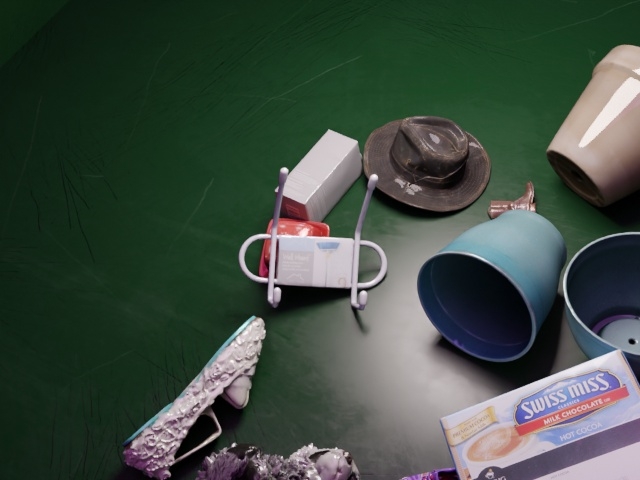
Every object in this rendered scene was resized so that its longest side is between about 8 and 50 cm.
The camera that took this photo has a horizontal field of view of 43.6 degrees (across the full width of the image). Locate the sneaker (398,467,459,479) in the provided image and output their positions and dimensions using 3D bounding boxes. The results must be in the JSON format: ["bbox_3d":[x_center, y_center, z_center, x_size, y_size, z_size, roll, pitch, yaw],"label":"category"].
[{"bbox_3d":[0.205,0.468,1.543,0.170,0.071,0.068,-18,52,-1],"label":"sneaker"}]

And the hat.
[{"bbox_3d":[0.268,-0.229,1.998,0.331,0.134,0.331,-1,55,1],"label":"hat"}]

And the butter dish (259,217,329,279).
[{"bbox_3d":[-0.073,0.012,1.901,0.160,0.118,0.160,7,73,16],"label":"butter dish"}]

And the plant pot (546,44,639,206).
[{"bbox_3d":[0.693,-0.236,1.856,0.280,0.323,0.323,-44,55,0],"label":"plant pot"}]

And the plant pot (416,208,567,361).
[{"bbox_3d":[0.387,0.074,1.701,0.271,0.272,0.255,27,47,28],"label":"plant pot"}]

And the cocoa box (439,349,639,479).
[{"bbox_3d":[0.427,0.388,1.414,0.347,0.231,0.228,-24,51,11],"label":"cocoa box"}]

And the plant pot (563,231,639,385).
[{"bbox_3d":[0.612,0.156,1.542,0.293,0.196,0.293,-5,48,6],"label":"plant pot"}]

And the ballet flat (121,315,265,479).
[{"bbox_3d":[-0.240,0.346,1.714,0.147,0.147,0.409,34,70,31],"label":"ballet flat"}]

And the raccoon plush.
[{"bbox_3d":[-0.123,0.522,1.552,0.446,0.299,0.216,-29,63,30],"label":"raccoon plush"}]

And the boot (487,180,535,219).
[{"bbox_3d":[0.461,-0.097,1.942,0.114,0.037,0.106,-5,50,14],"label":"boot"}]

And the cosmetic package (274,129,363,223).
[{"bbox_3d":[0.001,-0.151,2.020,0.107,0.127,0.238,24,60,26],"label":"cosmetic package"}]

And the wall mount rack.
[{"bbox_3d":[0.000,0.000,1.794,0.350,0.130,0.304,3,90,-13],"label":"wall mount rack"}]

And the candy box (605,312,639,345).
[{"bbox_3d":[0.660,0.193,1.668,0.109,0.053,0.187,-17,50,-2],"label":"candy box"}]
